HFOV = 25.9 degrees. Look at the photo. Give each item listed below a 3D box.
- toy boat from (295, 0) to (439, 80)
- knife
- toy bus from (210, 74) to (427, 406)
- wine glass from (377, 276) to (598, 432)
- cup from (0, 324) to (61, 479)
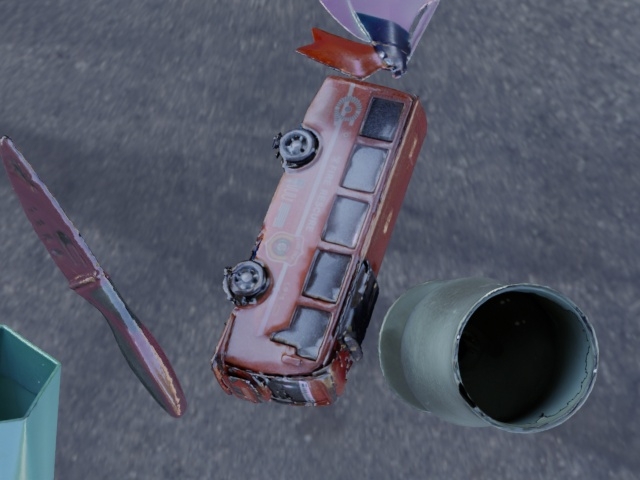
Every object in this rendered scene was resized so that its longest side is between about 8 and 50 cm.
[{"bbox_3d":[0.056,-0.224,1.043,0.219,0.318,0.072,33,145,27],"label":"toy boat"},{"bbox_3d":[-0.132,0.027,0.823,0.035,0.018,0.247,12,142,36],"label":"knife"},{"bbox_3d":[0.000,0.000,0.948,0.096,0.073,0.235,11,67,17],"label":"toy bus"},{"bbox_3d":[0.104,0.073,0.912,0.103,0.231,0.103,0,87,-6],"label":"wine glass"},{"bbox_3d":[-0.282,0.203,1.158,0.148,0.134,0.235,-7,124,-13],"label":"cup"}]
